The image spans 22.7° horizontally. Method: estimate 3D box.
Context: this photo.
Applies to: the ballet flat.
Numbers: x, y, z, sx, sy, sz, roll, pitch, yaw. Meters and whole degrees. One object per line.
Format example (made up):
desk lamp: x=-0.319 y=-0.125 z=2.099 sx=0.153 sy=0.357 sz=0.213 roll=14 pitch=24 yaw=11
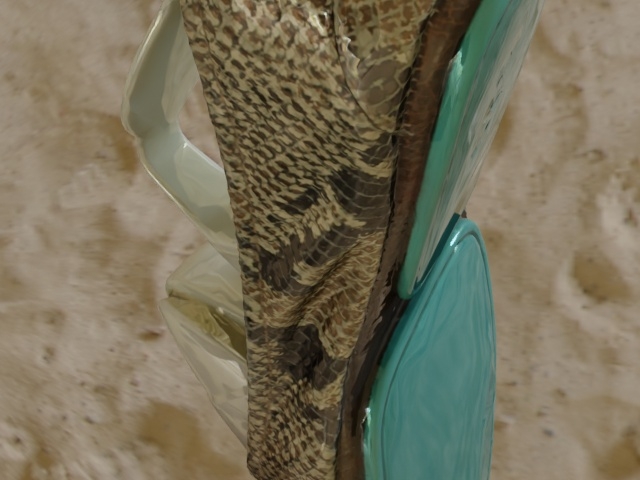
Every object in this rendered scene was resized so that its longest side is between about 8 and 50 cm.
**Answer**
ballet flat: x=0.000 y=0.000 z=0.740 sx=0.182 sy=0.483 sz=0.164 roll=21 pitch=56 yaw=17
